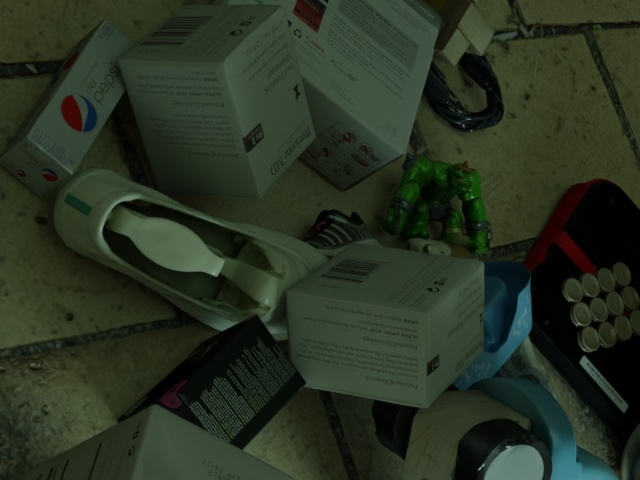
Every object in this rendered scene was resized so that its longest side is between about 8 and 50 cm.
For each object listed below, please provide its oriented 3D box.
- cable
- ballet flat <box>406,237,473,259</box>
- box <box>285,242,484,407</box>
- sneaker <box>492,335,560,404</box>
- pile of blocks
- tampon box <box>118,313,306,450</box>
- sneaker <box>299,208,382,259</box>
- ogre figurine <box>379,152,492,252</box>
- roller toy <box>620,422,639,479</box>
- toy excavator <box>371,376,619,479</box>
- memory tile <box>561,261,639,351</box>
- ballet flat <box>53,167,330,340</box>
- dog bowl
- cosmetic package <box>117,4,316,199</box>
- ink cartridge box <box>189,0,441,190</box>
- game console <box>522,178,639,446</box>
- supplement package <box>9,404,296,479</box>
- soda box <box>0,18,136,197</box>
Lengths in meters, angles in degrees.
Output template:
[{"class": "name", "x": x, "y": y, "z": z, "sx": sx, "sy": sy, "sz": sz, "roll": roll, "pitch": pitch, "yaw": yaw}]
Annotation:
[{"class": "cable", "x": 0.198, "y": -0.240, "z": 2.321, "sx": 0.184, "sy": 0.047, "sz": 0.150, "roll": 42, "pitch": 42, "yaw": -11}, {"class": "ballet flat", "x": 0.116, "y": 0.038, "z": 2.054, "sx": 0.232, "sy": 0.080, "sz": 0.073, "roll": -28, "pitch": 126, "yaw": -38}, {"class": "box", "x": 0.078, "y": 0.095, "z": 1.842, "sx": 0.181, "sy": 0.182, "sz": 0.119, "roll": -36, "pitch": 129, "yaw": -57}, {"class": "sneaker", "x": 0.261, "y": 0.188, "z": 2.107, "sx": 0.115, "sy": 0.090, "sz": 0.232, "roll": 56, "pitch": 11, "yaw": -39}, {"class": "pile of blocks", "x": 0.169, "y": -0.386, "z": 2.312, "sx": 0.112, "sy": 0.149, "sz": 0.362, "roll": 42, "pitch": 38, "yaw": -49}, {"class": "tampon box", "x": -0.120, "y": 0.180, "z": 1.768, "sx": 0.101, "sy": 0.120, "sz": 0.161, "roll": 54, "pitch": 45, "yaw": -7}, {"class": "sneaker", "x": 0.000, "y": 0.000, "z": 2.010, "sx": 0.170, "sy": 0.063, "sz": 0.074, "roll": -9, "pitch": 66, "yaw": -40}, {"class": "ogre figurine", "x": 0.161, "y": -0.052, "z": 2.159, "sx": 0.197, "sy": 0.097, "sz": 0.118, "roll": 7, "pitch": 82, "yaw": -22}, {"class": "roller toy", "x": 0.526, "y": 0.324, "z": 2.203, "sx": 0.209, "sy": 0.146, "sz": 0.191, "roll": -37, "pitch": 107, "yaw": -3}, {"class": "toy excavator", "x": 0.282, "y": 0.374, "z": 1.908, "sx": 0.445, "sy": 0.222, "sz": 0.433, "roll": 1, "pitch": 104, "yaw": -30}, {"class": "memory tile", "x": 0.412, "y": 0.097, "z": 2.290, "sx": 0.148, "sy": 0.012, "sz": 0.113, "roll": -14, "pitch": 81, "yaw": -40}, {"class": "ballet flat", "x": -0.119, "y": 0.033, "z": 1.824, "sx": 0.400, "sy": 0.139, "sz": 0.139, "roll": 24, "pitch": 55, "yaw": -30}, {"class": "dog bowl", "x": 0.168, "y": 0.126, "z": 2.025, "sx": 0.297, "sy": 0.166, "sz": 0.074, "roll": -42, "pitch": 121, "yaw": -45}, {"class": "cosmetic package", "x": -0.119, "y": -0.166, "z": 1.874, "sx": 0.151, "sy": 0.151, "sz": 0.183, "roll": -50, "pitch": 135, "yaw": -45}, {"class": "ink cartridge box", "x": -0.010, "y": -0.269, "z": 2.087, "sx": 0.309, "sy": 0.130, "sz": 0.272, "roll": 37, "pitch": 48, "yaw": -22}, {"class": "game console", "x": 0.457, "y": 0.127, "z": 2.358, "sx": 0.386, "sy": 0.060, "sz": 0.342, "roll": 47, "pitch": 52, "yaw": -12}, {"class": "supplement package", "x": -0.190, "y": 0.307, "z": 1.519, "sx": 0.177, "sy": 0.293, "sz": 0.175, "roll": 32, "pitch": 51, "yaw": -25}, {"class": "soda box", "x": -0.285, "y": -0.155, "z": 1.828, "sx": 0.069, "sy": 0.074, "sz": 0.216, "roll": 41, "pitch": 48, "yaw": -18}]
